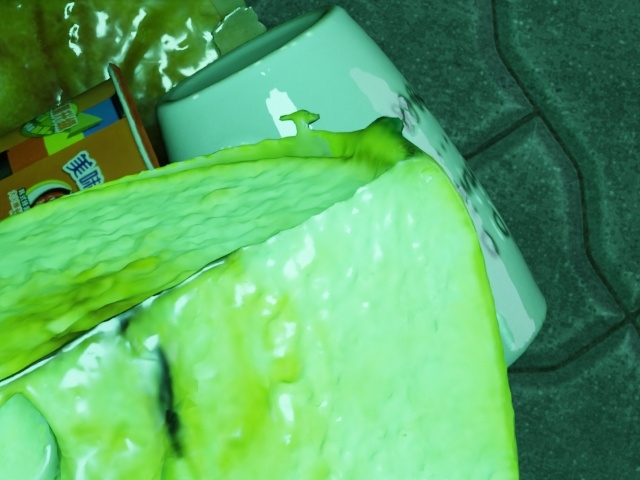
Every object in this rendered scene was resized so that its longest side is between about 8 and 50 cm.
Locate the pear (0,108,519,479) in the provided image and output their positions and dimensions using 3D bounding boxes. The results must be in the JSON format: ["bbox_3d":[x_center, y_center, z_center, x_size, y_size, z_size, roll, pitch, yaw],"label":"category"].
[{"bbox_3d":[-0.065,0.129,0.494,0.176,0.286,0.282,10,-55,60],"label":"pear"}]

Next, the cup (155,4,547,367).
[{"bbox_3d":[0.000,0.000,0.829,0.234,0.186,0.258,60,24,-16],"label":"cup"}]

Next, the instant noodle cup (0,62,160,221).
[{"bbox_3d":[-0.160,0.047,0.804,0.250,0.192,0.250,157,-90,-85],"label":"instant noodle cup"}]

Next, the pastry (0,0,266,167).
[{"bbox_3d":[-0.163,-0.049,0.999,0.136,0.329,0.330,-55,123,-80],"label":"pastry"}]
